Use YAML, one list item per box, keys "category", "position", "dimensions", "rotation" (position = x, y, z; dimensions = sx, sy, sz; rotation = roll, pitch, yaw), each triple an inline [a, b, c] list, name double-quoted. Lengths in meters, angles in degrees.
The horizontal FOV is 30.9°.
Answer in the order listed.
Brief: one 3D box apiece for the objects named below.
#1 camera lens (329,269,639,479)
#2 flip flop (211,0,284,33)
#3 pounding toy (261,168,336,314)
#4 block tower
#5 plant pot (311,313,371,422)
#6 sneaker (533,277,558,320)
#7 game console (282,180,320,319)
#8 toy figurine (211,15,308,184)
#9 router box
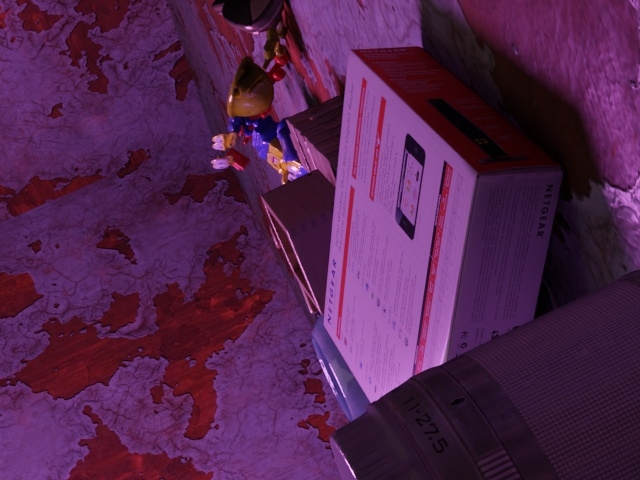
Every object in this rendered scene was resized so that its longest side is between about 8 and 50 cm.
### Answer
- category: "camera lens"
  position: [0.170, 0.162, 0.776]
  dimensions: [0.219, 0.274, 0.219]
  rotation: [155, 90, -83]
- category: "flip flop"
  position: [-0.100, -0.361, 1.778]
  dimensions: [0.080, 0.112, 0.277]
  rotation: [41, 180, -21]
- category: "pounding toy"
  position: [0.001, 0.006, 1.481]
  dimensions: [0.181, 0.094, 0.206]
  rotation: [68, 173, -27]
- category: "block tower"
  position: [0.042, -0.107, 1.561]
  dimensions: [0.091, 0.097, 0.335]
  rotation: [68, 171, -24]
- category: "plant pot"
  position: [0.103, 0.144, 1.541]
  dimensions: [0.290, 0.195, 0.290]
  rotation: [155, 90, -83]
- category: "sneaker"
  position: [0.192, 0.058, 1.193]
  dimensions: [0.097, 0.084, 0.234]
  rotation: [36, -172, -30]
- category: "game console"
  position: [0.032, 0.008, 2.287]
  dimensions: [0.250, 0.173, 0.293]
  rotation: [-3, 115, 49]
- category: "toy figurine"
  position: [-0.037, -0.184, 1.931]
  dimensions: [0.217, 0.191, 0.362]
  rotation: [35, 161, 5]
- category: "router box"
  position: [0.100, 0.017, 1.127]
  dimensions: [0.301, 0.082, 0.335]
  rotation: [-123, 33, -55]
